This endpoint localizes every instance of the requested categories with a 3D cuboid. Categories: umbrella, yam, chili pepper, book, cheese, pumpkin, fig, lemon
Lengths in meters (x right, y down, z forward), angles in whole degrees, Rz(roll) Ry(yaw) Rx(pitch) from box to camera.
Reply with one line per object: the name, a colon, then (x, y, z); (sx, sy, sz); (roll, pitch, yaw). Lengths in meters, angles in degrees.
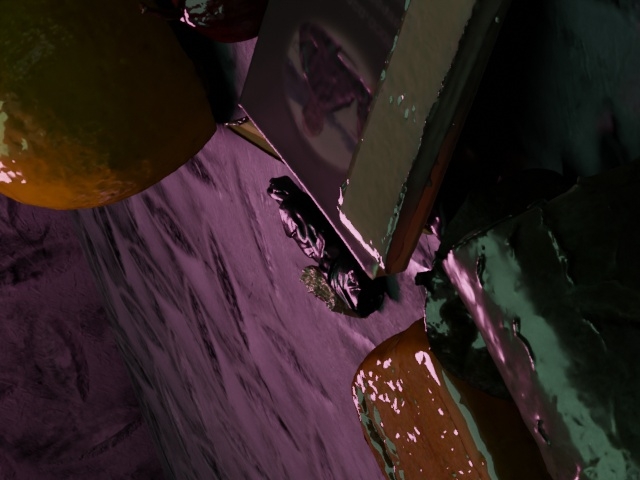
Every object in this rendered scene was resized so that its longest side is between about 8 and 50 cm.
umbrella: (0.000, 0.000, 2.128); (0.236, 0.059, 0.066); (48, 140, 41)
yam: (0.228, 0.090, 1.266); (0.300, 0.195, 0.195); (61, 164, 13)
chili pepper: (0.083, -0.110, 1.618); (0.264, 0.116, 0.148); (54, 150, 31)
book: (0.044, -0.185, 1.506); (0.260, 0.043, 0.371); (53, 140, 35)
cheese: (0.089, -0.146, 1.385); (0.085, 0.034, 0.400); (56, 140, 38)
pumpkin: (0.183, 0.091, 1.477); (0.111, 0.163, 0.278); (34, 145, 53)
fig: (-0.105, -0.265, 1.934); (0.128, 0.150, 0.128); (16, 135, 17)
lemon: (-0.337, -0.202, 2.374); (0.364, 0.364, 0.364); (56, 163, 28)

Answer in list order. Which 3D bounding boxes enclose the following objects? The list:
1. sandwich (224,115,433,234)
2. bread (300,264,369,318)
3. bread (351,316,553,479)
sandwich: (0.011, -0.064, 1.831); (0.187, 0.144, 0.117); (66, 167, -6)
bread: (0.022, 0.062, 2.147); (0.083, 0.070, 0.035); (41, 110, 44)
bread: (0.179, 0.221, 1.741); (0.337, 0.148, 0.328); (64, 161, 8)
